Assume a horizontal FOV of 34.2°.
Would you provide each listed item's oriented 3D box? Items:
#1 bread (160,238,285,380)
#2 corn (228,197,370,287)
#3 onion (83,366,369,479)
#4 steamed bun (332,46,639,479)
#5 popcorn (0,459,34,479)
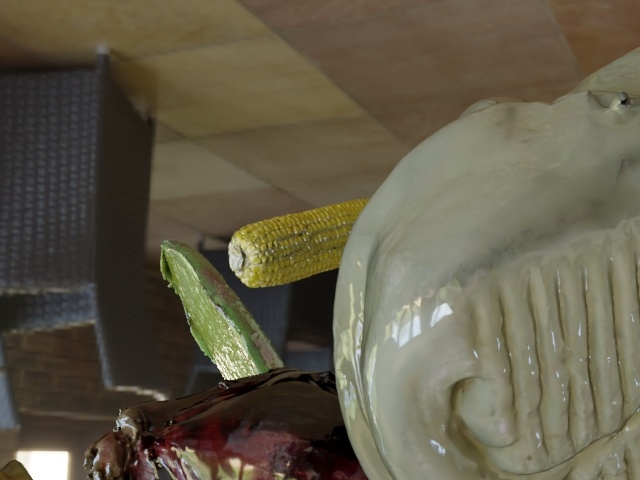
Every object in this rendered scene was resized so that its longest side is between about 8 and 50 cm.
[{"bbox_3d":[-0.102,0.123,1.217,0.045,0.301,0.301,-31,176,-17],"label":"bread"},{"bbox_3d":[0.000,0.000,1.062,0.203,0.072,0.072,-15,176,-29],"label":"corn"},{"bbox_3d":[-0.036,0.212,0.855,0.280,0.221,0.281,20,153,11],"label":"onion"},{"bbox_3d":[0.173,0.032,0.708,0.367,0.255,0.343,-27,126,-9],"label":"steamed bun"},{"bbox_3d":[-0.204,0.203,0.567,0.266,0.192,0.233,37,144,1],"label":"popcorn"}]
